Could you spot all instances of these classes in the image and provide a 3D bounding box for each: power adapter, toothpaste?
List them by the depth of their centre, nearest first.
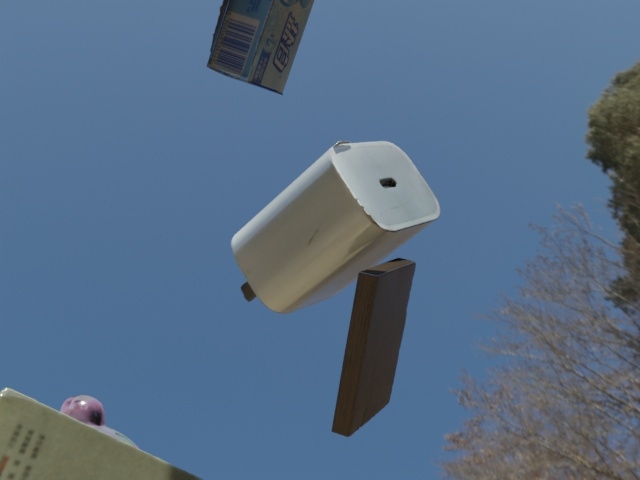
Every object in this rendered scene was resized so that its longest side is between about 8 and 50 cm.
[{"bbox_3d":[-0.019,-0.263,0.647,0.053,0.066,0.272,24,-80,27],"label":"toothpaste"},{"bbox_3d":[0.000,0.000,0.960,0.255,0.187,0.124,-40,-105,31],"label":"power adapter"}]

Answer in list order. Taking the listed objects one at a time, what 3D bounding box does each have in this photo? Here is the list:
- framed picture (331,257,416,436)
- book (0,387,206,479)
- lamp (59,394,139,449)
[{"bbox_3d":[0.058,0.108,0.818,0.023,0.128,0.168,13,-80,23],"label":"framed picture"},{"bbox_3d":[-0.104,0.234,0.454,0.283,0.215,0.025,35,-46,-21],"label":"book"},{"bbox_3d":[-0.288,0.381,1.025,0.247,0.247,0.301,-3,-52,11],"label":"lamp"}]
